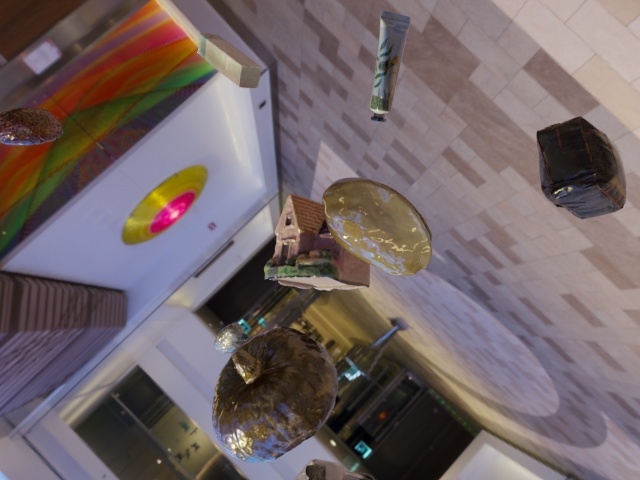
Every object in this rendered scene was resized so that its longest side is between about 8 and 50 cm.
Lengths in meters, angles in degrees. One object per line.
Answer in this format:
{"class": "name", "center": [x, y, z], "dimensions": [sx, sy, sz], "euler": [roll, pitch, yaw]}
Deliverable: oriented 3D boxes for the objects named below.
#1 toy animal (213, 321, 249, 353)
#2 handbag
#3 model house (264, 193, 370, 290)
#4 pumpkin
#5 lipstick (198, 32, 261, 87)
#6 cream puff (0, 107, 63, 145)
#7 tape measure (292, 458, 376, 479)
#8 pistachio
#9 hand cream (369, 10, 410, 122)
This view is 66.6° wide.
{"class": "toy animal", "center": [-0.275, 0.297, 1.424], "dimensions": [0.070, 0.079, 0.253], "euler": [60, 149, 10]}
{"class": "handbag", "center": [0.552, -0.153, 1.036], "dimensions": [0.155, 0.169, 0.215], "euler": [-14, 160, 41]}
{"class": "model house", "center": [0.000, 0.000, 1.264], "dimensions": [0.202, 0.237, 0.237], "euler": [16, 165, -35]}
{"class": "pumpkin", "center": [-0.080, 0.231, 0.787], "dimensions": [0.162, 0.219, 0.219], "euler": [52, 169, -26]}
{"class": "lipstick", "center": [-0.280, -0.545, 1.465], "dimensions": [0.317, 0.066, 0.068], "euler": [46, 133, 41]}
{"class": "cream puff", "center": [-0.708, -0.279, 1.178], "dimensions": [0.149, 0.149, 0.084], "euler": [32, 128, 54]}
{"class": "tape measure", "center": [0.026, 0.555, 1.042], "dimensions": [0.197, 0.120, 0.236], "euler": [14, 135, -13]}
{"class": "pistachio", "center": [0.129, -0.041, 1.080], "dimensions": [0.288, 0.166, 0.197], "euler": [28, 133, -16]}
{"class": "hand cream", "center": [0.174, -0.451, 1.280], "dimensions": [0.091, 0.271, 0.058], "euler": [0, -160, -24]}
